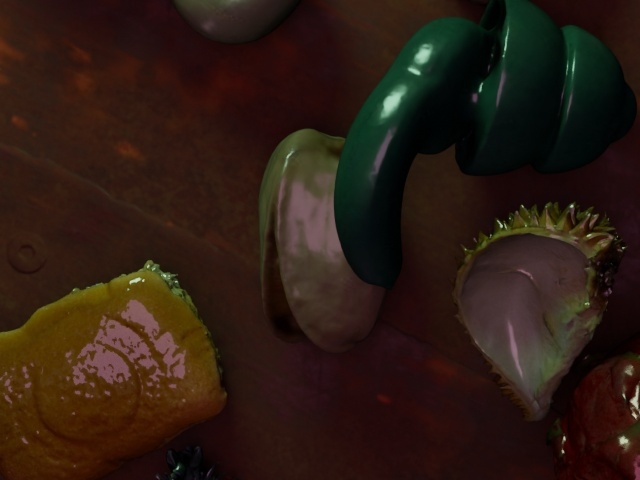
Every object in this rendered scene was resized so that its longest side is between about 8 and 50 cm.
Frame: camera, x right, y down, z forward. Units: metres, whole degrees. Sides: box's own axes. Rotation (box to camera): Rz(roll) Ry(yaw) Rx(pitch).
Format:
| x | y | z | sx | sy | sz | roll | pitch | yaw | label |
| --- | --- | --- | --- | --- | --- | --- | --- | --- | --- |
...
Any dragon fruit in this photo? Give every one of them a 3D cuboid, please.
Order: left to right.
| x | y | z | sx | sy | sz | roll | pitch | yaw | label |
| --- | --- | --- | --- | --- | --- | --- | --- | --- | --- |
| 0.344 | 0.180 | 1.657 | 0.299 | 0.244 | 0.244 | -24 | 93 | -2 | dragon fruit |

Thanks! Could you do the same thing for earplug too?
| x | y | z | sx | sy | sz | roll | pitch | yaw | label |
| --- | --- | --- | --- | --- | --- | --- | --- | --- | --- |
| 0.148 | -0.098 | 1.659 | 0.280 | 0.164 | 0.257 | 3 | 64 | -10 | earplug |

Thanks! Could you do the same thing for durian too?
| x | y | z | sx | sy | sz | roll | pitch | yaw | label |
| --- | --- | --- | --- | --- | --- | --- | --- | --- | --- |
| 0.202 | 0.048 | 1.678 | 0.139 | 0.144 | 0.252 | 50 | 134 | 22 | durian |

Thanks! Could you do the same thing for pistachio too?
| x | y | z | sx | sy | sz | roll | pitch | yaw | label |
| --- | --- | --- | --- | --- | --- | --- | --- | --- | --- |
| 0.000 | 0.000 | 1.732 | 0.129 | 0.131 | 0.206 | 10 | 101 | 49 | pistachio |

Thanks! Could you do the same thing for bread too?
| x | y | z | sx | sy | sz | roll | pitch | yaw | label |
| --- | --- | --- | --- | --- | --- | --- | --- | --- | --- |
| -0.212 | 0.132 | 1.778 | 0.245 | 0.121 | 0.174 | -26 | 91 | 7 | bread |

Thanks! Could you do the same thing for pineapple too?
| x | y | z | sx | sy | sz | roll | pitch | yaw | label |
| --- | --- | --- | --- | --- | --- | --- | --- | --- | --- |
| -0.059 | 0.270 | 1.786 | 0.221 | 0.103 | 0.083 | 26 | 65 | 5 | pineapple |

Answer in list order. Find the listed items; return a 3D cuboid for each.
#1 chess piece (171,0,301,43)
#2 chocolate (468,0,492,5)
| x | y | z | sx | sy | sz | roll | pitch | yaw | label |
| --- | --- | --- | --- | --- | --- | --- | --- | --- | --- |
| -0.150 | -0.316 | 1.706 | 0.330 | 0.182 | 0.182 | 44 | 100 | -4 | chess piece |
| 0.137 | -0.331 | 1.682 | 0.161 | 0.083 | 0.261 | -32 | 101 | 13 | chocolate |
